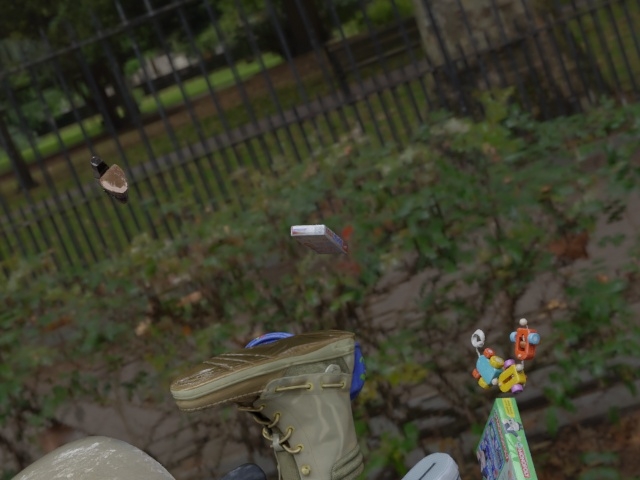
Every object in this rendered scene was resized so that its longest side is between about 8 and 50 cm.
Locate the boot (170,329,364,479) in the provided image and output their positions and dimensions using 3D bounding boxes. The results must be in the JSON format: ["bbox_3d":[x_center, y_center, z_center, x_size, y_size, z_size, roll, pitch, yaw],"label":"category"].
[{"bbox_3d":[-0.055,0.230,1.334,0.262,0.203,0.095,-12,9,-41],"label":"boot"}]

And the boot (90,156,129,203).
[{"bbox_3d":[-0.339,-0.089,1.808,0.042,0.087,0.118,-38,55,-11],"label":"boot"}]

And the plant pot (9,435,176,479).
[{"bbox_3d":[-0.253,0.349,1.023,0.284,0.284,0.191,-13,2,39],"label":"plant pot"}]

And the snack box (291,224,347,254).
[{"bbox_3d":[0.000,0.000,2.073,0.064,0.022,0.178,-3,-13,15],"label":"snack box"}]

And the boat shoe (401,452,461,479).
[{"bbox_3d":[0.092,0.350,1.290,0.226,0.076,0.083,-36,18,-21],"label":"boat shoe"}]

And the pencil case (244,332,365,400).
[{"bbox_3d":[-0.019,0.189,1.575,0.133,0.119,0.306,-32,-12,11],"label":"pencil case"}]

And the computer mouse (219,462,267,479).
[{"bbox_3d":[-0.163,0.511,1.830,0.262,0.060,0.184,-55,46,5],"label":"computer mouse"}]

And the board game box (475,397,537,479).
[{"bbox_3d":[0.394,0.516,2.251,0.046,0.213,0.317,-1,49,-9],"label":"board game box"}]

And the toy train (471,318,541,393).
[{"bbox_3d":[0.323,0.198,1.858,0.046,0.125,0.166,7,-8,-27],"label":"toy train"}]
